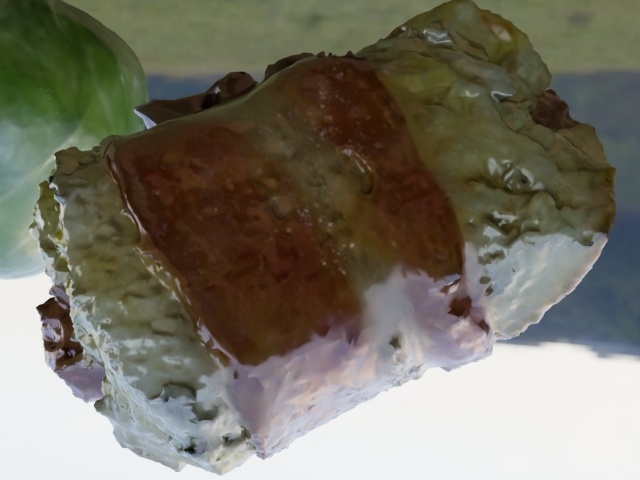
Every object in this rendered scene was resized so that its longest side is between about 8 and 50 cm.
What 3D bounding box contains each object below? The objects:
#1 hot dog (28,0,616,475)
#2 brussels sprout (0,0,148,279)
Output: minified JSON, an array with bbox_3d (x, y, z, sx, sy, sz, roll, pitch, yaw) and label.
[{"bbox_3d":[0.000,0.000,0.645,0.213,0.146,0.103,-18,154,-5],"label":"hot dog"},{"bbox_3d":[-0.226,-0.090,1.182,0.244,0.244,0.244,4,-178,0],"label":"brussels sprout"}]
